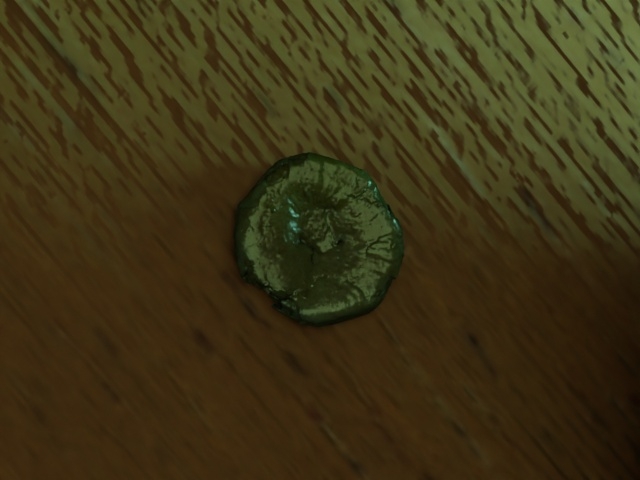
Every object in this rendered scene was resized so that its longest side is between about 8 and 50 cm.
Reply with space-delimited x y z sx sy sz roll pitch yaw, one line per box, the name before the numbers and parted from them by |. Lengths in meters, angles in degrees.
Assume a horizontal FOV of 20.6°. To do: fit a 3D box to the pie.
pie | 0.000 0.000 0.831 0.084 0.020 0.084 1 85 -12
